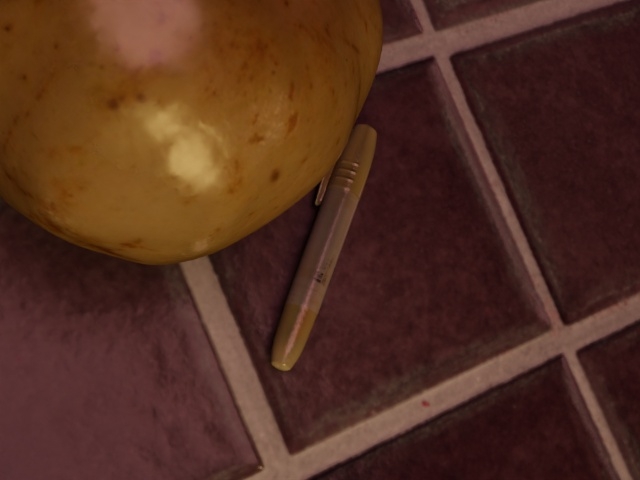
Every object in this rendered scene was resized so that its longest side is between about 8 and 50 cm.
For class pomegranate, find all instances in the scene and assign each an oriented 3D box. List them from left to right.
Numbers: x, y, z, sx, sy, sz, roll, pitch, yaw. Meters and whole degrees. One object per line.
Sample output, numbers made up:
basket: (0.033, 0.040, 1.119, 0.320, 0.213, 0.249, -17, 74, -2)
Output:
pomegranate: (-0.099, -0.156, 0.642, 0.343, 0.342, 0.342, 5, 76, -19)

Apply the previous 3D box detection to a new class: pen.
pen: (0.000, 0.000, 0.806, 0.040, 0.032, 0.233, 18, 70, 9)
